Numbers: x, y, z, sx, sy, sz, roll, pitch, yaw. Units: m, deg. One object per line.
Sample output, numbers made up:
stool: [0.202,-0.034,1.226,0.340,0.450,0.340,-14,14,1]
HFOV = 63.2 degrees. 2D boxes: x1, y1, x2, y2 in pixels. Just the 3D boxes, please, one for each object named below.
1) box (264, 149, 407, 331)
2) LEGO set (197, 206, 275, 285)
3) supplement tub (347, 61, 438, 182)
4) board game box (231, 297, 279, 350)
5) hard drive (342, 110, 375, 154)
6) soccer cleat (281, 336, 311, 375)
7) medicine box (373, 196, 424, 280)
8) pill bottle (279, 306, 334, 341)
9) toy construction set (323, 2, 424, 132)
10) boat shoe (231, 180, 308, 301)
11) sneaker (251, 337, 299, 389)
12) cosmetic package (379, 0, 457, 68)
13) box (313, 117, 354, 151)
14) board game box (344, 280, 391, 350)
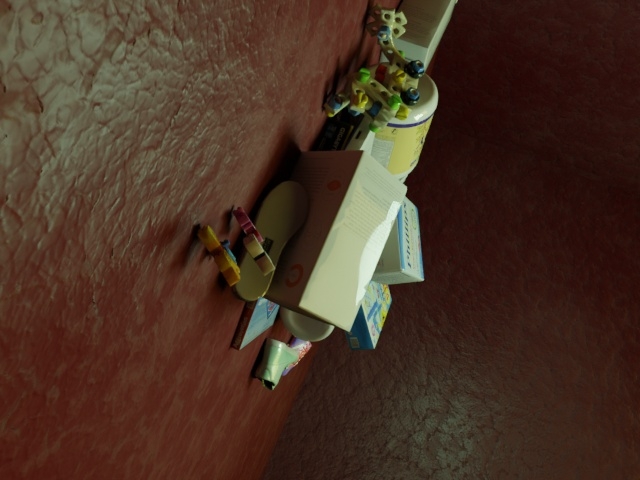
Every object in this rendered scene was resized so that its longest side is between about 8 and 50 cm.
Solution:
box: [0.008,-0.008,1.146,0.168,0.214,0.346,33,76,-38]
LEGO set: [-0.146,0.001,0.840,0.087,0.093,0.227,-34,-163,-4]
supplement tub: [0.196,-0.330,1.556,0.331,0.240,0.241,98,16,-54]
board game box: [-0.155,0.188,1.391,0.281,0.027,0.145,-17,130,-78]
hard drive: [0.086,-0.173,1.434,0.319,0.040,0.210,98,16,-54]
soccer cleat: [-0.092,0.449,2.131,0.083,0.095,0.248,99,15,-53]
medicine box: [0.227,-0.003,1.704,0.289,0.149,0.264,23,61,-65]
pill bottle: [0.003,0.179,1.774,0.334,0.187,0.188,-53,162,-60]
toy construction set: [0.150,-0.415,1.302,0.151,0.214,0.328,147,-36,-69]
boat shoe: [-0.109,0.002,1.061,0.088,0.096,0.268,-21,-133,63]
sneaker: [-0.150,0.419,1.730,0.256,0.094,0.151,58,48,-66]
cosmetic package: [0.331,-0.709,1.731,0.197,0.155,0.366,94,19,-63]
box: [0.000,-0.130,1.408,0.257,0.079,0.322,71,42,-73]
board game box: [0.139,0.154,1.750,0.302,0.086,0.309,-54,132,-58]
